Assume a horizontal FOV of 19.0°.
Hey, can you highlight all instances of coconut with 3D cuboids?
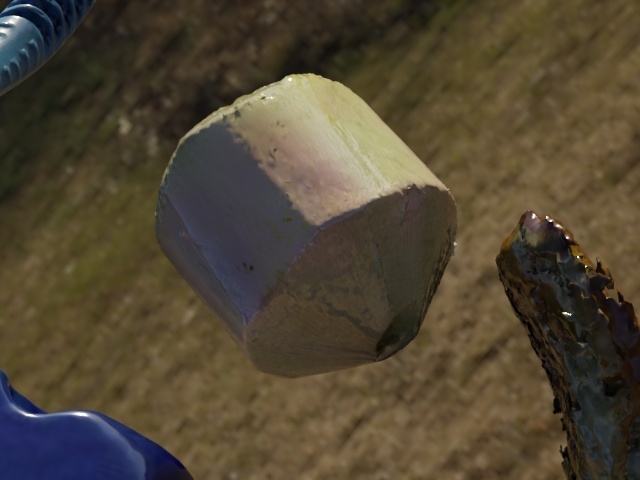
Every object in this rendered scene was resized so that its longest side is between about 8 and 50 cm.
[{"bbox_3d":[0.000,0.000,0.830,0.116,0.116,0.122,-43,65,13],"label":"coconut"}]

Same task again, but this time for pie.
[{"bbox_3d":[0.215,0.111,1.523,0.086,0.308,0.308,-17,36,1],"label":"pie"}]

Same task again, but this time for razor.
[{"bbox_3d":[-0.186,-0.076,1.012,0.042,0.082,0.253,-50,5,45],"label":"razor"}]

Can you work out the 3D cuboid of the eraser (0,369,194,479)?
[{"bbox_3d":[-0.173,0.195,0.631,0.155,0.101,0.332,19,54,12],"label":"eraser"}]
